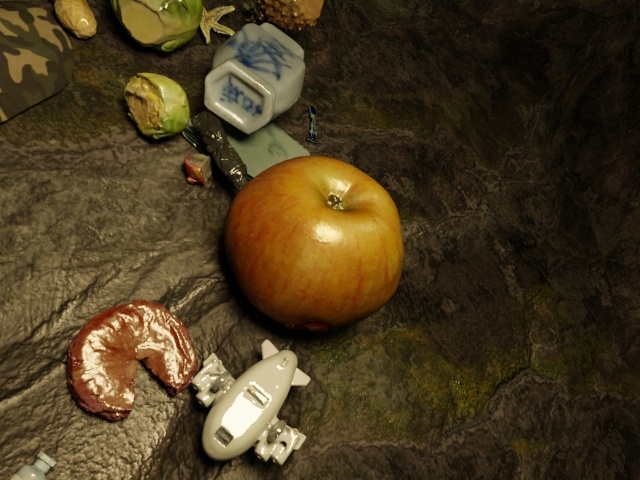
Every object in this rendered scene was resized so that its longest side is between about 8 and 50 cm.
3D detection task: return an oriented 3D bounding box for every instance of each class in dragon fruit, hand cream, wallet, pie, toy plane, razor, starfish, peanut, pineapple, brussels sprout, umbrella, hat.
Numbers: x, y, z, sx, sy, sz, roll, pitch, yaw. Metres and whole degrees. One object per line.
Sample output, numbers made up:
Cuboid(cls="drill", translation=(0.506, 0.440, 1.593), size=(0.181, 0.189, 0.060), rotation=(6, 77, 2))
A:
Cuboid(cls="dragon fruit", translation=(-0.298, -0.172, 1.017), size=(0.060, 0.056, 0.083), rotation=(11, 40, -2))
Cuboid(cls="hand cream", translation=(-0.455, 0.386, 0.597), size=(0.065, 0.043, 0.171), rotation=(38, 54, -2))
Cuboid(cls="wallet", translation=(-0.189, -0.262, 1.145), size=(0.290, 0.054, 0.251), rotation=(39, 44, -1))
Cuboid(cls="pie", translation=(-0.337, 0.211, 0.768), size=(0.218, 0.054, 0.204), rotation=(-32, 85, -42))
Cuboid(cls="toy plane", translation=(-0.127, 0.306, 0.814), size=(0.252, 0.118, 0.252), rotation=(13, 50, -16))
Cuboid(cls="razor", translation=(-0.024, -0.375, 1.336), size=(0.044, 0.028, 0.155), rotation=(14, 58, -27))
Cuboid(cls="starfish", translation=(-0.340, -0.659, 1.270), size=(0.208, 0.053, 0.176), rotation=(12, 59, -25))
Cuboid(cls="peanut", translation=(-0.607, -0.566, 1.025), size=(0.080, 0.080, 0.175), rotation=(-25, 76, -40))
Cuboid(cls="pineapple", translation=(-0.143, -0.706, 1.293), size=(0.169, 0.340, 0.169), rotation=(-10, 105, -41))
Cuboid(cls="brussels sprout", translation=(-0.372, -0.319, 0.996), size=(0.152, 0.149, 0.122), rotation=(62, 34, -6))
Cuboid(cls="umbrella", translation=(-0.227, -0.206, 1.016), size=(0.066, 0.059, 0.236), rotation=(-32, 82, -5))
Cuboid(cls="hat", translation=(-0.683, -0.381, 0.791), size=(0.366, 0.257, 0.382), rotation=(42, 68, -10))
Cuboid(cls="brussels sprout", translation=(-0.422, -0.611, 1.096), size=(0.244, 0.244, 0.244), rotation=(16, 56, -26))

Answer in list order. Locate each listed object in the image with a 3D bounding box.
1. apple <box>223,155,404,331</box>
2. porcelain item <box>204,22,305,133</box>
Cuboid(cls="apple", translation=(0.000, 0.000, 0.932), size=(0.400, 0.333, 0.401), rotation=(18, 56, -29))
Cuboid(cls="porcelain item", translation=(-0.167, -0.445, 1.143), size=(0.242, 0.178, 0.405), rotation=(32, 37, -15))
